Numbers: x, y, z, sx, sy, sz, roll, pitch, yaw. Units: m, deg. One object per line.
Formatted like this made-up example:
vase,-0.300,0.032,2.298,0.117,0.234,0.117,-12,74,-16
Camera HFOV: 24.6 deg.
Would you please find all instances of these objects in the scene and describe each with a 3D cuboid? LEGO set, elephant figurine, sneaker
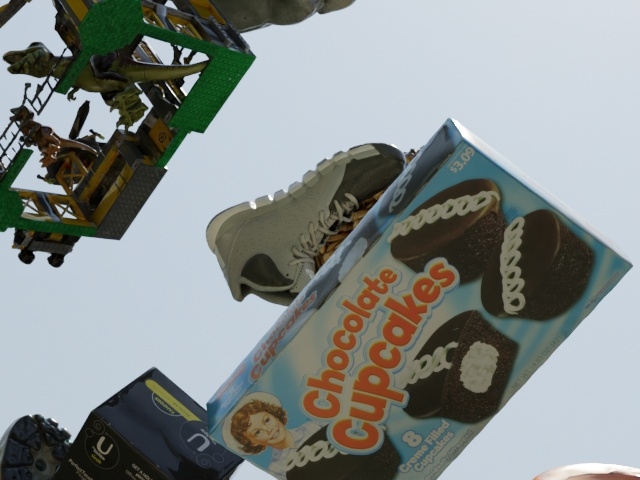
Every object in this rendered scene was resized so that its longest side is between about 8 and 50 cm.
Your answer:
LEGO set,-0.237,-0.158,1.378,0.255,0.192,0.331,0,-48,-44
elephant figurine,-0.058,-0.345,1.510,0.169,0.186,0.239,7,-63,51
sneaker,-0.307,0.304,1.368,0.110,0.283,0.122,36,-48,-20
sneaker,0.000,0.000,1.506,0.229,0.132,0.086,-26,-31,13

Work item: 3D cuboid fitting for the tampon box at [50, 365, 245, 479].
tampon box,-0.160,0.218,1.294,0.120,0.101,0.161,39,-58,10

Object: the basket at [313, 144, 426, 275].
basket,0.084,0.060,1.690,0.223,0.299,0.213,-16,-21,-7

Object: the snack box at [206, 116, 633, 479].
snack box,0.076,0.079,1.196,0.187,0.060,0.322,34,-74,-20

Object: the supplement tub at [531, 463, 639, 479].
supplement tub,0.245,0.384,1.297,0.207,0.207,0.337,8,-73,14
